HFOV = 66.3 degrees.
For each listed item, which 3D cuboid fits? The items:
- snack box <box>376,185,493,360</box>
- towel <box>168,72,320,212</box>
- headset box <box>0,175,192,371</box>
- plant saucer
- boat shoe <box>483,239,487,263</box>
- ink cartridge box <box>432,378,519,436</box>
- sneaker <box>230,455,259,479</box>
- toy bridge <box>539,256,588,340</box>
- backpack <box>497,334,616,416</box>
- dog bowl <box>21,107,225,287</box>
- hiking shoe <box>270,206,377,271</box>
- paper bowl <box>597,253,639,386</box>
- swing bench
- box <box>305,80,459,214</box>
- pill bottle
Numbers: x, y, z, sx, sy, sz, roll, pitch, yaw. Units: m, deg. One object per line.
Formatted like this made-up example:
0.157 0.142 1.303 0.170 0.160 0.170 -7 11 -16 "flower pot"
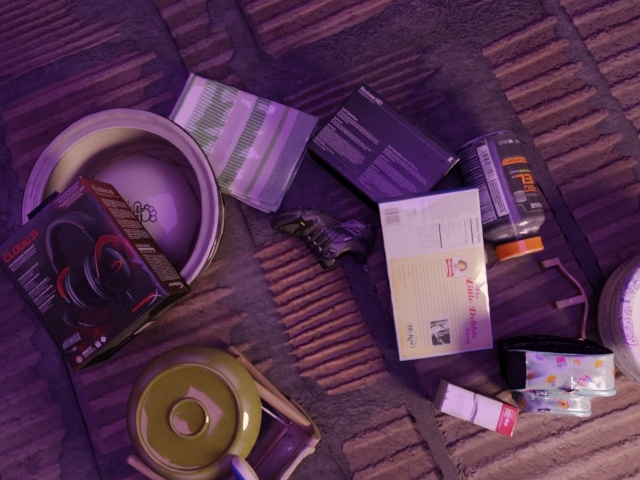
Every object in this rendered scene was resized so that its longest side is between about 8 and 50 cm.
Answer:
0.223 0.066 0.956 0.187 0.060 0.322 -8 101 3 "snack box"
-0.197 -0.225 1.108 0.325 0.038 0.248 22 82 8 "towel"
-0.416 0.046 0.884 0.218 0.110 0.293 -38 84 4 "headset box"
-0.224 0.304 0.849 0.241 0.037 0.241 0 83 1 "plant saucer"
0.313 -0.011 1.028 0.042 0.049 0.133 -23 85 29 "boat shoe"
0.294 0.318 0.941 0.135 0.099 0.056 19 82 7 "ink cartridge box"
-0.128 0.442 0.816 0.084 0.058 0.152 -32 100 -15 "sneaker"
0.506 0.125 0.995 0.063 0.026 0.188 -15 80 1 "toy bridge"
0.438 0.246 0.904 0.188 0.166 0.144 -8 80 11 "backpack"
-0.382 -0.052 1.015 0.408 0.150 0.408 0 87 6 "dog bowl"
0.000 0.000 1.028 0.227 0.086 0.114 10 78 5 "hiking shoe"
0.671 0.152 0.915 0.284 0.148 0.284 -1 79 4 "paper bowl"
-0.172 0.385 0.940 0.254 0.165 0.253 40 85 5 "swing bench"
0.128 -0.176 1.040 0.261 0.103 0.184 42 90 10 "box"
0.369 -0.085 0.991 0.130 0.130 0.246 -15 80 2 "pill bottle"
